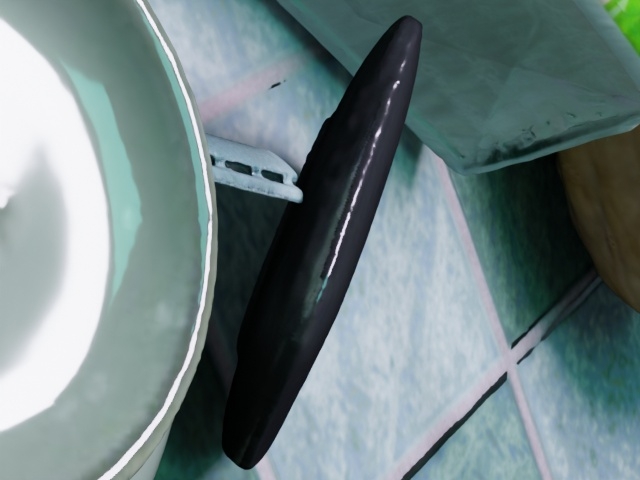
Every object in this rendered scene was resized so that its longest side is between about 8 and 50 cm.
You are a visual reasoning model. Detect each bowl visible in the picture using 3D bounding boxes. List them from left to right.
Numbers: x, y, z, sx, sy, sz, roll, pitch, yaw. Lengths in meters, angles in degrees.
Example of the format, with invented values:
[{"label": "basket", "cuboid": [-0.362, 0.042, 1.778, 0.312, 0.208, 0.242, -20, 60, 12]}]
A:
[{"label": "bowl", "cuboid": [-0.153, 0.000, 0.420, 0.354, 0.185, 0.354, 15, 71, -52]}]

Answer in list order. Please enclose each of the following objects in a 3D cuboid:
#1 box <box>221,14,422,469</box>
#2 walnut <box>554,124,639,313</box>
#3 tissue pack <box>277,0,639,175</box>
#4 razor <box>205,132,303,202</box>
[{"label": "box", "cuboid": [0.000, 0.000, 0.743, 0.042, 0.201, 0.212, 21, 58, 1]}, {"label": "walnut", "cuboid": [0.303, -0.095, 1.032, 0.306, 0.306, 0.344, -52, 122, -42]}, {"label": "tissue pack", "cuboid": [0.100, -0.302, 0.888, 0.332, 0.205, 0.405, 40, 53, -35]}, {"label": "razor", "cuboid": [-0.090, 0.062, 0.633, 0.106, 0.068, 0.232, 14, 93, -53]}]
